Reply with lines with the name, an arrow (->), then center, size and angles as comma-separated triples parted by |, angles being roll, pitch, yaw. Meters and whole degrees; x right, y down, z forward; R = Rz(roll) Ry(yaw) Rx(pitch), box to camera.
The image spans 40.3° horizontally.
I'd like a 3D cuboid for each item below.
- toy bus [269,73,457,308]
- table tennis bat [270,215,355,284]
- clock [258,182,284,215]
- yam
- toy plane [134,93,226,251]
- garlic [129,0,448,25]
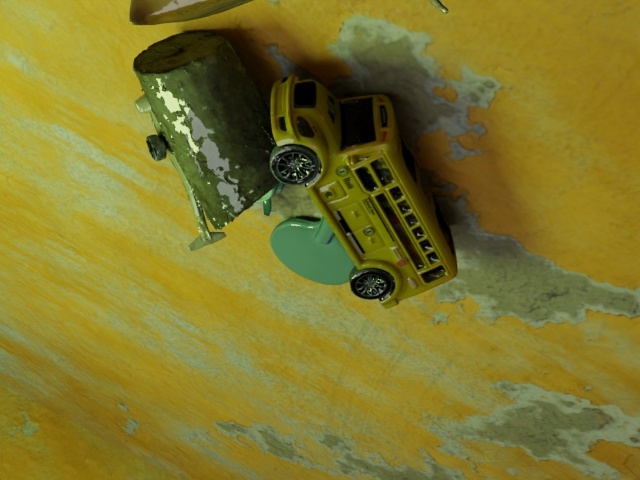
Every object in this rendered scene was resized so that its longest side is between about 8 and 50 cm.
toy bus -> 0.058, -0.073, 1.125 | 0.151, 0.145, 0.331 | -20, 129, 17
table tennis bat -> 0.000, 0.000, 1.352 | 0.149, 0.038, 0.237 | 28, 149, 0
clock -> -0.100, -0.096, 1.285 | 0.101, 0.041, 0.135 | 14, 143, 17
yam -> -0.129, -0.143, 1.127 | 0.154, 0.154, 0.254 | -6, 118, 37
toy plane -> -0.198, -0.117, 1.249 | 0.108, 0.092, 0.286 | 27, 137, 63
garlic -> -0.024, -0.285, 0.882 | 0.338, 0.196, 0.151 | 3, 153, 18
